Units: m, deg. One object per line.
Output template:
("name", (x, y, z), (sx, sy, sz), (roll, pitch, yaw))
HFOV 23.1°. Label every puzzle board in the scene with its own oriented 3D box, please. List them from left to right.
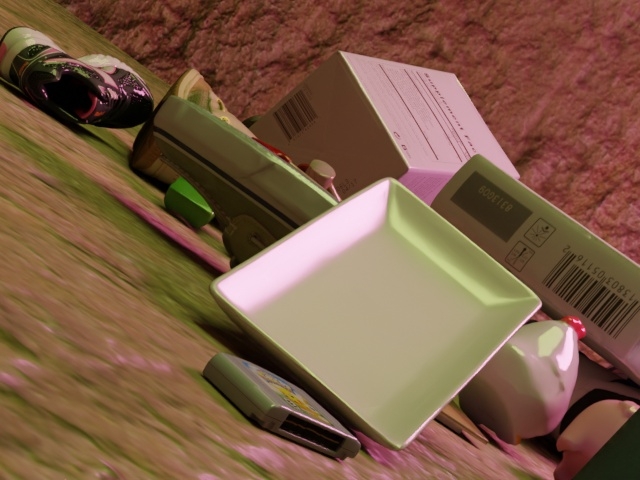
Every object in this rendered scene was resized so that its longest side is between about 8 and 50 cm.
("puzzle board", (0.067, 0.113, 1.234), (0.128, 0.011, 0.096), (34, 5, -19))

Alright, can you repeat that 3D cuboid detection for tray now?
("tray", (0.040, 0.043, 0.991), (0.145, 0.030, 0.270), (39, 29, 10))

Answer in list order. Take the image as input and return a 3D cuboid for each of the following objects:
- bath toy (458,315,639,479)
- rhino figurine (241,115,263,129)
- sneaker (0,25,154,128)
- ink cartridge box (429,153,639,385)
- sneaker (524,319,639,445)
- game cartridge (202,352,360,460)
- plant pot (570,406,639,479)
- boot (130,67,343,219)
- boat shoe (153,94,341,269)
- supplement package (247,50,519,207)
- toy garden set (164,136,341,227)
("bath toy", (0.269, 0.183, 1.291), (0.348, 0.129, 0.151), (38, -30, 29))
("rhino figurine", (-0.062, -0.099, 2.068), (0.073, 0.106, 0.243), (33, 4, -29))
("sneaker", (-0.215, -0.129, 1.424), (0.178, 0.072, 0.077), (13, 26, -50))
("ink cartridge box", (0.313, 0.096, 1.657), (0.308, 0.091, 0.385), (40, -3, 44))
("sneaker", (0.315, 0.203, 1.634), (0.315, 0.127, 0.182), (23, 15, -43))
("game cartridge", (-0.020, 0.081, 0.778), (0.056, 0.017, 0.083), (33, 1, 39))
("plant pot", (0.304, 0.204, 1.084), (0.234, 0.166, 0.165), (43, 5, 14))
("boot", (-0.079, -0.070, 1.544), (0.203, 0.095, 0.262), (34, 10, -11))
("boat shoe", (-0.017, 0.007, 1.146), (0.302, 0.094, 0.109), (38, 3, 16))
("supplement package", (0.077, -0.101, 1.927), (0.293, 0.177, 0.175), (1, 55, -58))
("toy garden set", (0.000, 0.000, 1.385), (0.244, 0.049, 0.204), (33, 31, 4))
